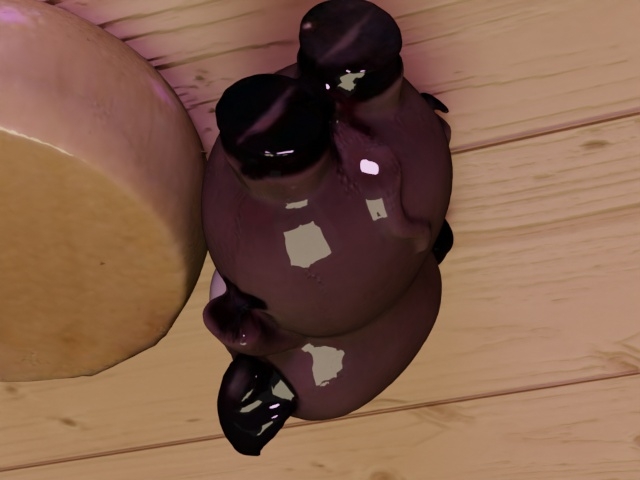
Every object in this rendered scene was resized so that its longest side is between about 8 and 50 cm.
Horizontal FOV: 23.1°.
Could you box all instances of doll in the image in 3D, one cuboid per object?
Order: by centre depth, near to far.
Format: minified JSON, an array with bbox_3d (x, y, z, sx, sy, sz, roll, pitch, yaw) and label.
[{"bbox_3d":[0.001,0.000,0.793,0.117,0.182,0.257,38,157,21],"label":"doll"}]

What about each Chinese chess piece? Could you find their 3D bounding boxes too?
[{"bbox_3d":[-0.181,-0.024,0.831,0.250,0.097,0.251,3,144,2],"label":"Chinese chess piece"}]
